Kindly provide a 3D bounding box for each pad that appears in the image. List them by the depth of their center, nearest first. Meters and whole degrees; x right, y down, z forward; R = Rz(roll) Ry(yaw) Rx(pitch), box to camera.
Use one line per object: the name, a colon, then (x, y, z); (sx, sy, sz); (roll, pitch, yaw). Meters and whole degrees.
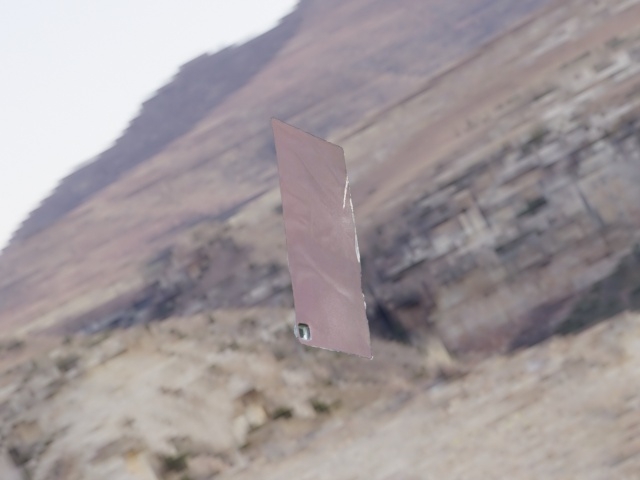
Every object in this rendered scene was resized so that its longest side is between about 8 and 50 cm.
pad: (0.000, 0.000, 1.312); (0.006, 0.188, 0.113); (-17, -19, 30)
